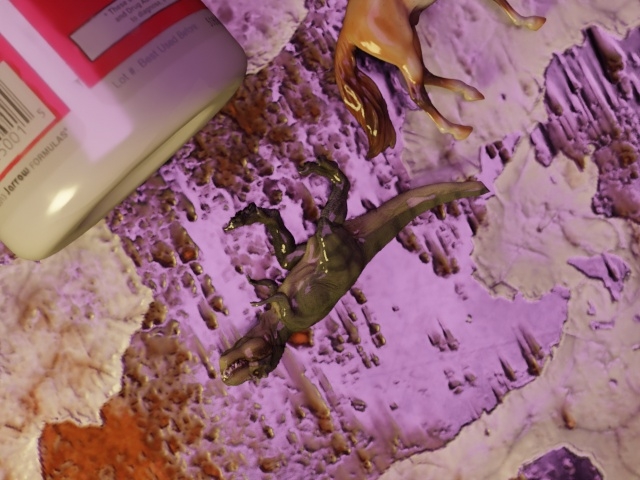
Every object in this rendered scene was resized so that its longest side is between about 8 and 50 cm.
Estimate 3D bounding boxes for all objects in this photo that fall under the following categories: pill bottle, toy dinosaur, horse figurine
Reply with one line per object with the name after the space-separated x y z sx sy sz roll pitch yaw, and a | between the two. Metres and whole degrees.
-0.265 -0.202 0.870 0.229 0.229 0.407 -42 94 -1 | pill bottle
0.000 0.000 0.982 0.268 0.064 0.118 -40 101 -4 | toy dinosaur
0.093 -0.196 0.977 0.174 0.066 0.263 37 87 -10 | horse figurine
